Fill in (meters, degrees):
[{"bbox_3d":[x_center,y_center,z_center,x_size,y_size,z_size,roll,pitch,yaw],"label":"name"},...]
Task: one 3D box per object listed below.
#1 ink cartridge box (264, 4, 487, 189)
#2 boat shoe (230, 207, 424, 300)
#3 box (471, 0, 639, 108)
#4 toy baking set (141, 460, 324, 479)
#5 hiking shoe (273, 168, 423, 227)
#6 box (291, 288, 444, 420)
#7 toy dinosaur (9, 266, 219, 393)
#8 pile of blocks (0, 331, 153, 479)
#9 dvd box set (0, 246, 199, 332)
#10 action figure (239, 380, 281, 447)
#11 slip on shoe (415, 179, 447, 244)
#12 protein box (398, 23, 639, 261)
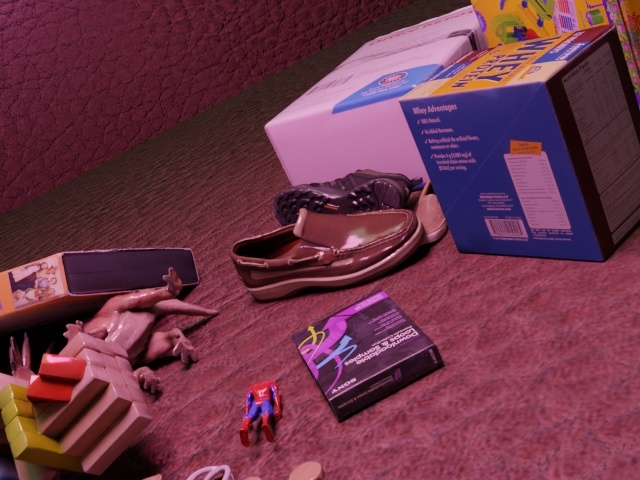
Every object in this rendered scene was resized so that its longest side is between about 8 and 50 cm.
[{"bbox_3d":[0.140,-0.233,1.351,0.286,0.166,0.395,-8,27,37],"label":"ink cartridge box"},{"bbox_3d":[-0.001,0.005,1.013,0.258,0.095,0.095,-20,35,22],"label":"boat shoe"},{"bbox_3d":[0.365,-0.290,1.058,0.177,0.290,0.279,-32,22,-17],"label":"box"},{"bbox_3d":[-0.093,0.251,0.641,0.256,0.030,0.197,-9,23,35],"label":"toy baking set"},{"bbox_3d":[0.038,-0.056,1.186,0.227,0.086,0.114,-2,16,35],"label":"hiking shoe"},{"bbox_3d":[0.042,0.111,0.821,0.116,0.029,0.162,-28,22,-7],"label":"box"},{"bbox_3d":[-0.273,0.131,1.011,0.200,0.127,0.296,-16,16,42],"label":"toy dinosaur"},{"bbox_3d":[-0.343,0.207,0.824,0.362,0.113,0.148,-26,55,25],"label":"pile of blocks"},{"bbox_3d":[-0.433,0.094,1.172,0.421,0.062,0.308,-17,-6,22],"label":"dvd box set"},{"bbox_3d":[-0.059,0.168,0.798,0.038,0.030,0.115,-17,16,6],"label":"action figure"},{"bbox_3d":[0.144,-0.039,1.053,0.051,0.041,0.135,-12,24,32],"label":"slip on shoe"},{"bbox_3d":[0.228,-0.101,0.878,0.136,0.201,0.200,-37,24,-31],"label":"protein box"}]
